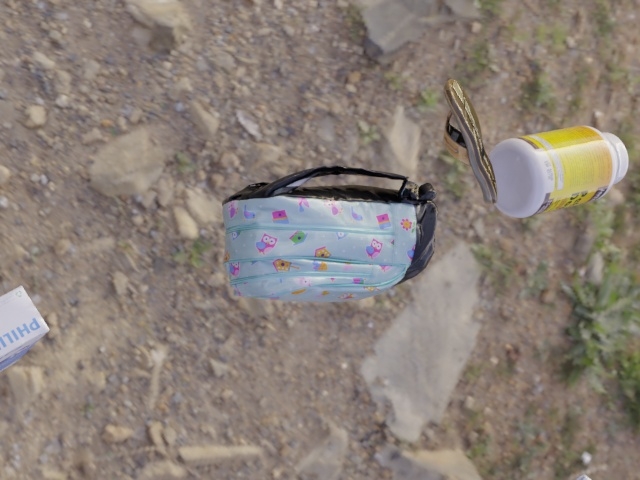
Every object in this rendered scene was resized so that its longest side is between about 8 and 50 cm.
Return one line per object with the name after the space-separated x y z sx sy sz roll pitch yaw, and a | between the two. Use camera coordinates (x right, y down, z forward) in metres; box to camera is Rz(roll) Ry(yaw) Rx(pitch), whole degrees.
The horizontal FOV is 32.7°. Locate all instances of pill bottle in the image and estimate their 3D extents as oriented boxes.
0.356 -0.106 1.622 0.215 0.117 0.117 -13 112 -34 | pill bottle

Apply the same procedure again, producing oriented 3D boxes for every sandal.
0.194 -0.127 1.469 0.049 0.072 0.180 -15 110 19 | sandal

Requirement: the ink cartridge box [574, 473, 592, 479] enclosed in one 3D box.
0.308 0.298 1.045 0.045 0.179 0.145 -54 164 -10 | ink cartridge box

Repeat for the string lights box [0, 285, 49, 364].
-0.482 0.153 1.543 0.133 0.260 0.076 -31 89 -30 | string lights box

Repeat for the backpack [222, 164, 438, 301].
0.000 0.000 0.992 0.182 0.152 0.115 1 78 -33 | backpack
